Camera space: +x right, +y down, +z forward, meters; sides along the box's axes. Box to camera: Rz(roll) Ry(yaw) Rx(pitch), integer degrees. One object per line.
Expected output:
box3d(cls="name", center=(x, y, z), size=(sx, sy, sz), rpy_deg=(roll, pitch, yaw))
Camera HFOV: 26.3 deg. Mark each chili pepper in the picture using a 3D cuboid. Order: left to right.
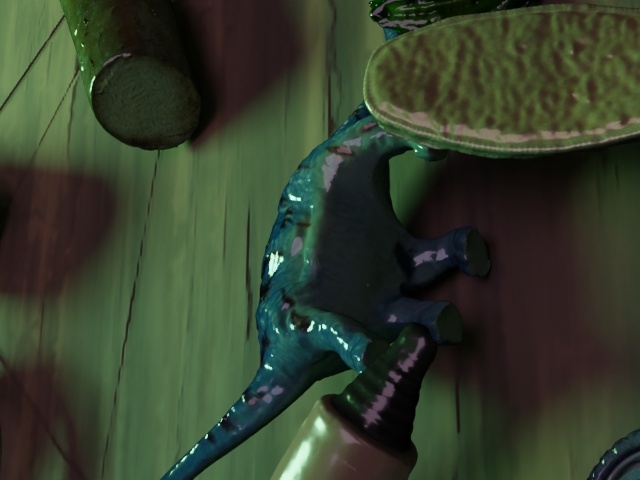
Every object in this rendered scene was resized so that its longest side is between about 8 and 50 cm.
box3d(cls="chili pepper", center=(0.084, -0.135, 0.691), size=(0.118, 0.035, 0.055), rpy_deg=(-40, 77, 9))

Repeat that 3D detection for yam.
box3d(cls="yam", center=(-0.118, -0.124, 0.839), size=(0.070, 0.069, 0.146), rpy_deg=(-39, 50, 21))

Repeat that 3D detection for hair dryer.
box3d(cls="hair dryer", center=(-0.045, 0.175, 0.593), size=(0.189, 0.107, 0.344), rpy_deg=(42, 107, 45))

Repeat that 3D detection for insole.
box3d(cls="insole", center=(0.135, -0.073, 0.588), size=(0.248, 0.011, 0.081), rpy_deg=(-1, 58, 22))

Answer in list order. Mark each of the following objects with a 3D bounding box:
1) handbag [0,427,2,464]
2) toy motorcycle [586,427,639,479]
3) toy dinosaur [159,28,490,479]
box3d(cls="handbag", center=(-0.287, 0.186, 0.840), size=(0.219, 0.079, 0.256), rpy_deg=(8, 76, 36))
box3d(cls="toy motorcycle", center=(0.097, 0.185, 0.498), size=(0.254, 0.092, 0.135), rpy_deg=(-57, 45, 13))
box3d(cls="toy dinosaur", center=(0.016, 0.011, 0.658), size=(0.144, 0.076, 0.329), rpy_deg=(5, 66, 47))
